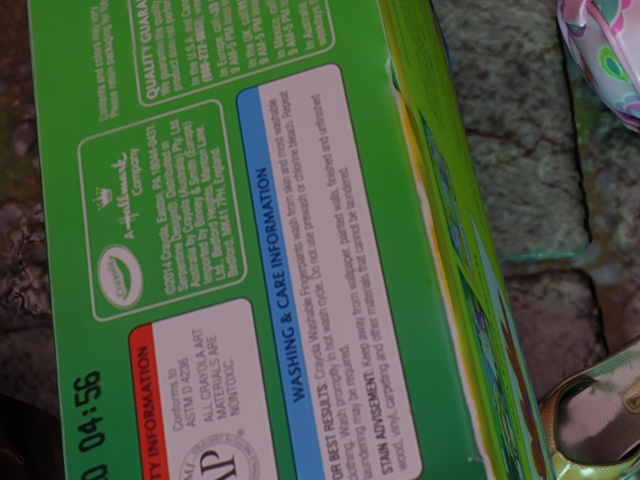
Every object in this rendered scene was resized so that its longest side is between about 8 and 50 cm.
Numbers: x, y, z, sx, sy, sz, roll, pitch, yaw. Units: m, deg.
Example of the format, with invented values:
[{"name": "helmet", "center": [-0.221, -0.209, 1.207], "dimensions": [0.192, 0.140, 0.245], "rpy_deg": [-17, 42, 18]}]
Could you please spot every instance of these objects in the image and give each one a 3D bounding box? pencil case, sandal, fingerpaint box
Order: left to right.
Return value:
[{"name": "fingerpaint box", "center": [0.000, 0.000, 0.692], "dimensions": [0.163, 0.371, 0.445], "rpy_deg": [-16, 63, 10]}, {"name": "sandal", "center": [0.165, 0.126, 0.822], "dimensions": [0.219, 0.060, 0.090], "rpy_deg": [-36, 70, -4]}, {"name": "pencil case", "center": [0.296, -0.184, 0.868], "dimensions": [0.284, 0.124, 0.124], "rpy_deg": [-31, 70, 1]}]

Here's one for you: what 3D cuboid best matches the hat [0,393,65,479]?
[{"name": "hat", "center": [-0.212, 0.174, 0.813], "dimensions": [0.133, 0.331, 0.331], "rpy_deg": [9, 69, -29]}]
